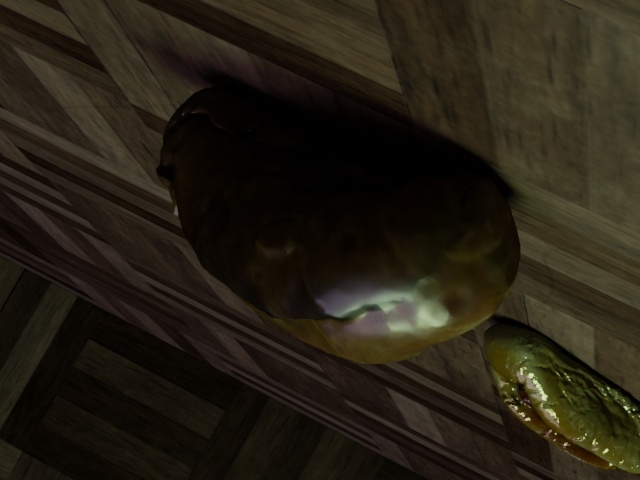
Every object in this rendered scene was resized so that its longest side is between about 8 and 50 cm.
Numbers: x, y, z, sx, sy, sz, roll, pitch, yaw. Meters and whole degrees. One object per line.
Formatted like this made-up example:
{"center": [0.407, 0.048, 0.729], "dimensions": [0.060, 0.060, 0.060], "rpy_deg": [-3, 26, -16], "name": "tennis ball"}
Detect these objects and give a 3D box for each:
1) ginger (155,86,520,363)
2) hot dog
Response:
{"center": [0.000, 0.000, 1.301], "dimensions": [0.321, 0.172, 0.165], "rpy_deg": [20, -156, 37], "name": "ginger"}
{"center": [0.245, 0.162, 1.687], "dimensions": [0.242, 0.073, 0.084], "rpy_deg": [34, 164, -27], "name": "hot dog"}
